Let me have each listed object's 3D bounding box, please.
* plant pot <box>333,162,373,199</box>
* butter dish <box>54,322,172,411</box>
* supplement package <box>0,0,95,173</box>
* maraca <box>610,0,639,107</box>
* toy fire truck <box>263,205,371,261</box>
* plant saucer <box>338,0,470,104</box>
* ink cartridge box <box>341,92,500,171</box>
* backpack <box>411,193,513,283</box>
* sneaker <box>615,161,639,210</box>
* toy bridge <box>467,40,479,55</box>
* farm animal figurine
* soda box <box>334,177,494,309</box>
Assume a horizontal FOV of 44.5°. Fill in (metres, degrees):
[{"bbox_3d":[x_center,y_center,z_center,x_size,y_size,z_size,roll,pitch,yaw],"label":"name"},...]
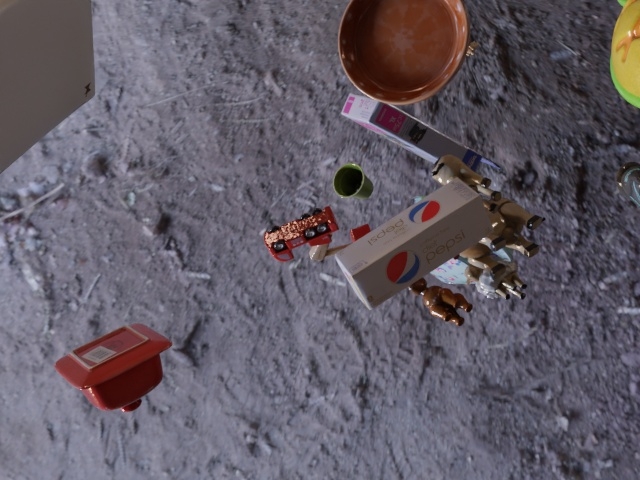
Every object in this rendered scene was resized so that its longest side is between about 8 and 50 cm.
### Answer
[{"bbox_3d":[0.085,-0.130,1.829,0.083,0.079,0.083,-9,72,31],"label":"plant pot"},{"bbox_3d":[-0.317,0.217,1.243,0.159,0.160,0.118,-25,112,-30],"label":"butter dish"},{"bbox_3d":[-0.308,-0.173,0.580,0.244,0.139,0.134,26,139,9],"label":"supplement package"},{"bbox_3d":[0.285,-0.172,0.605,0.127,0.186,0.099,-19,134,36],"label":"maraca"},{"bbox_3d":[0.000,0.000,1.505,0.192,0.047,0.135,-23,141,6],"label":"toy fire truck"},{"bbox_3d":[0.052,-0.126,0.488,0.083,0.013,0.084,0,90,22],"label":"plant saucer"},{"bbox_3d":[0.209,-0.213,1.650,0.311,0.186,0.065,22,97,-20],"label":"ink cartridge box"},{"bbox_3d":[0.336,-0.009,1.864,0.225,0.191,0.253,35,152,-31],"label":"backpack"},{"bbox_3d":[0.795,-0.074,1.817,0.267,0.106,0.101,36,98,-17],"label":"sneaker"},{"bbox_3d":[0.262,-0.464,1.699,0.188,0.063,0.026,42,131,7],"label":"toy bridge"},{"bbox_3d":[0.284,-0.021,1.521,0.326,0.172,0.330,-11,123,-35],"label":"farm animal figurine"},{"bbox_3d":[0.134,0.004,1.120,0.216,0.069,0.074,-32,123,-3],"label":"soda box"}]
